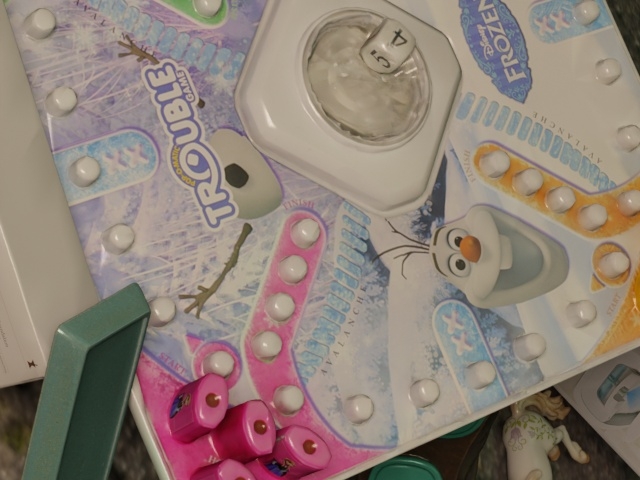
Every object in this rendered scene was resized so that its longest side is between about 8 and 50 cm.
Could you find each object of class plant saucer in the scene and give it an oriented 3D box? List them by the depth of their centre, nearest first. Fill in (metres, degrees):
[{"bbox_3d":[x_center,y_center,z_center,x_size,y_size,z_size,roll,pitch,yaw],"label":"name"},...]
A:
[{"bbox_3d":[-0.122,0.113,0.928,0.067,0.018,0.192,-33,144,-56],"label":"plant saucer"}]

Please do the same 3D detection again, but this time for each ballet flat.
[{"bbox_3d":[0.059,0.109,1.173,0.096,0.095,0.280,-78,-179,-62],"label":"ballet flat"}]

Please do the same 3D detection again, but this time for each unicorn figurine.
[{"bbox_3d":[0.163,0.183,1.412,0.111,0.060,0.162,33,34,-49],"label":"unicorn figurine"}]

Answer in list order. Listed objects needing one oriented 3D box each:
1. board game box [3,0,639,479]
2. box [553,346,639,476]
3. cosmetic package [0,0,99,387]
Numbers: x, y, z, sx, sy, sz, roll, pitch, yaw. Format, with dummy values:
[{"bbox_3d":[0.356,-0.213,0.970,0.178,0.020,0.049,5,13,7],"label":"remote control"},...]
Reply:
[{"bbox_3d":[0.025,-0.089,1.037,0.390,0.050,0.390,-20,85,-31],"label":"board game box"},{"bbox_3d":[0.307,0.067,1.523,0.231,0.127,0.262,46,36,1],"label":"box"},{"bbox_3d":[-0.186,-0.046,0.921,0.060,0.099,0.239,-25,101,-56],"label":"cosmetic package"}]
